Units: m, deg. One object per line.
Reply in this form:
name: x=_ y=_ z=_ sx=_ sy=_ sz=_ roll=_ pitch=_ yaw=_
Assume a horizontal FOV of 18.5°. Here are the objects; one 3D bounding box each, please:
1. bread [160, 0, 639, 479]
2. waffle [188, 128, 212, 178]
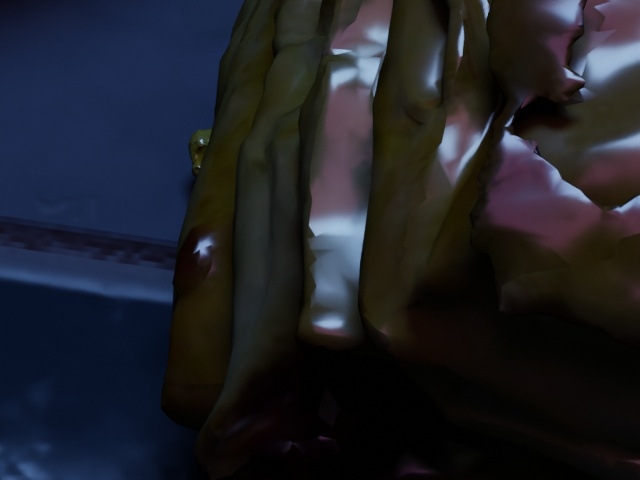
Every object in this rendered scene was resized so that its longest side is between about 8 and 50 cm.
bread: x=0.123 y=-0.054 z=0.429 sx=0.277 sy=0.167 sz=0.324 roll=16 pitch=39 yaw=2
waffle: x=0.002 y=0.001 z=0.474 sx=0.078 sy=0.016 sz=0.085 roll=13 pitch=47 yaw=0
